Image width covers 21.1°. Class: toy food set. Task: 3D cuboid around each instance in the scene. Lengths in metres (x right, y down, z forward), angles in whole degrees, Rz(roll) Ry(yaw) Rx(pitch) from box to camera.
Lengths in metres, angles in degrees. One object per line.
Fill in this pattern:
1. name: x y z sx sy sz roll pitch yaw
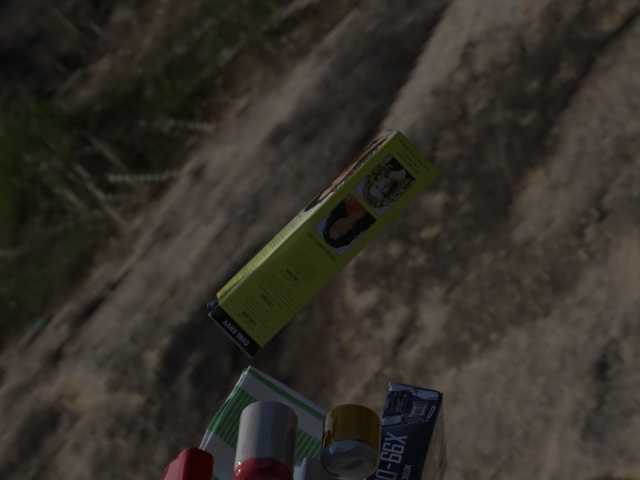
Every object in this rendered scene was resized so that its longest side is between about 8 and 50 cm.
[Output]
1. toy food set: -0.050 0.202 1.162 0.232 0.111 0.104 -44 29 40

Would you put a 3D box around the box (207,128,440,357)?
1. box: 0.000 0.000 1.521 0.232 0.058 0.087 -45 6 -1

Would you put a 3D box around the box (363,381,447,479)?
1. box: 0.093 0.376 2.239 0.076 0.242 0.307 11 61 12

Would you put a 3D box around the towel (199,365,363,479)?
1. towel: -0.081 0.369 2.447 0.325 0.248 0.038 -60 1 -24
